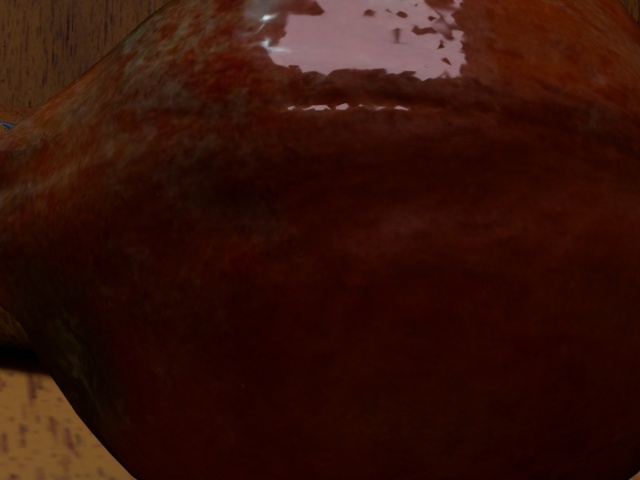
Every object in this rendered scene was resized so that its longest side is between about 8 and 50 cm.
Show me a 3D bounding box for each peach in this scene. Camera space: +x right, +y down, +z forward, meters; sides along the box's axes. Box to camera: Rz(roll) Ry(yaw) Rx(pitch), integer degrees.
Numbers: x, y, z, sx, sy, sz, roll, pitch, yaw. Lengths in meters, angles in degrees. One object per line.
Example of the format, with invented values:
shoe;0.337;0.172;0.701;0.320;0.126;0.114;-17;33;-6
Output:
peach;0.000;0.000;0.649;0.257;0.232;0.232;12;4;-17

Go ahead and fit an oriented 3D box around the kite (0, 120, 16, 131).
kite;-0.127;-0.022;1.312;0.152;0.015;0.285;17;11;-31

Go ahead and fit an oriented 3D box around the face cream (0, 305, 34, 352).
face cream;-0.120;0.012;0.966;0.349;0.105;0.105;6;8;21
